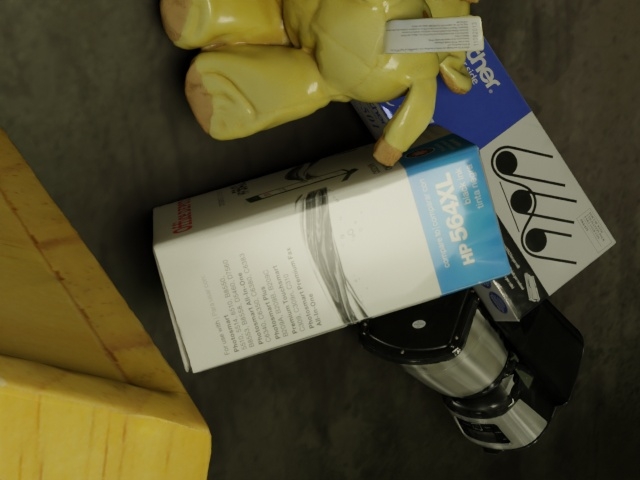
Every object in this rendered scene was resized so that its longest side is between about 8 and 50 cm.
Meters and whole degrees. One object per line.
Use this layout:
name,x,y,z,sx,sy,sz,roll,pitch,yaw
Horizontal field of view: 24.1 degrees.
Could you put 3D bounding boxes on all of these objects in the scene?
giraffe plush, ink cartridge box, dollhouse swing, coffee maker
giraffe plush,0.026,-0.151,0.935,0.170,0.210,0.181,-33,138,-62
ink cartridge box,0.111,-0.054,1.055,0.097,0.046,0.207,-37,98,-17
ink cartridge box,0.000,0.000,0.941,0.203,0.148,0.086,-16,101,-3
dollhouse swing,-0.260,0.084,0.695,0.305,0.347,0.315,-6,120,-28
coffee maker,0.133,0.058,1.173,0.171,0.120,0.178,-51,137,-4
